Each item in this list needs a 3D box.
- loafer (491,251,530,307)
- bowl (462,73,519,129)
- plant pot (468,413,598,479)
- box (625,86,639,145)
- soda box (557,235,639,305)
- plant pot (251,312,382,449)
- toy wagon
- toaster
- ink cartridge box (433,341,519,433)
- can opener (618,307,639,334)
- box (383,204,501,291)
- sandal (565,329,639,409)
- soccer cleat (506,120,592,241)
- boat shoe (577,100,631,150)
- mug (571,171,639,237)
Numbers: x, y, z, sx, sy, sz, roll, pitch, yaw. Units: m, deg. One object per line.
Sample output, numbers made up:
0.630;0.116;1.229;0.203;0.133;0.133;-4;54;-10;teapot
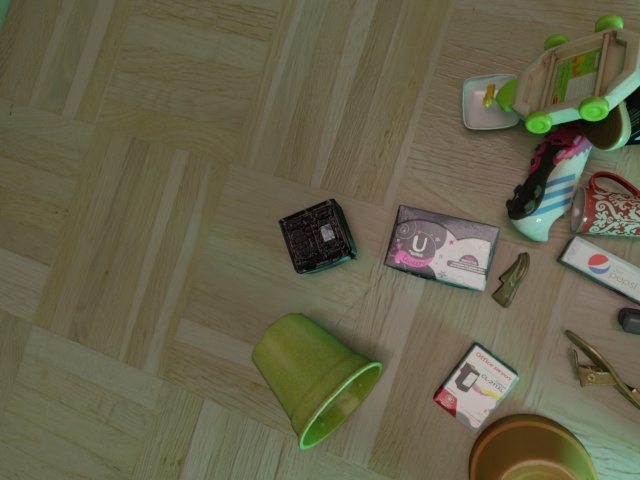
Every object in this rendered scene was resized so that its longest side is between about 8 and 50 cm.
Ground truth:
0.471;0.093;1.294;0.050;0.056;0.148;24;91;10;loafer
0.439;-0.349;1.349;0.141;0.053;0.142;0;84;15;bowl
0.480;0.557;1.170;0.290;0.203;0.291;-2;83;15;plant pot
0.746;-0.317;1.203;0.093;0.156;0.159;-5;83;4;box
0.679;0.072;1.231;0.216;0.074;0.069;32;93;16;soda box
-0.029;0.327;1.319;0.254;0.276;0.276;42;96;26;plant pot
0.543;-0.364;1.202;0.344;0.068;0.267;-7;53;49;toy wagon
0.000;0.000;1.402;0.168;0.110;0.186;-22;79;12;toaster
0.380;0.357;1.284;0.127;0.072;0.175;37;95;16;ink cartridge box
0.834;0.182;1.172;0.283;0.076;0.095;10;107;16;can opener
0.300;0.022;1.303;0.247;0.142;0.164;15;88;16;box
0.641;0.320;1.210;0.240;0.088;0.079;44;91;10;sandal
0.573;-0.146;1.276;0.143;0.116;0.331;42;79;-27;soccer cleat
0.654;-0.318;1.206;0.098;0.109;0.302;14;48;-15;boat shoe
0.693;-0.078;1.220;0.169;0.113;0.150;9;105;12;mug
